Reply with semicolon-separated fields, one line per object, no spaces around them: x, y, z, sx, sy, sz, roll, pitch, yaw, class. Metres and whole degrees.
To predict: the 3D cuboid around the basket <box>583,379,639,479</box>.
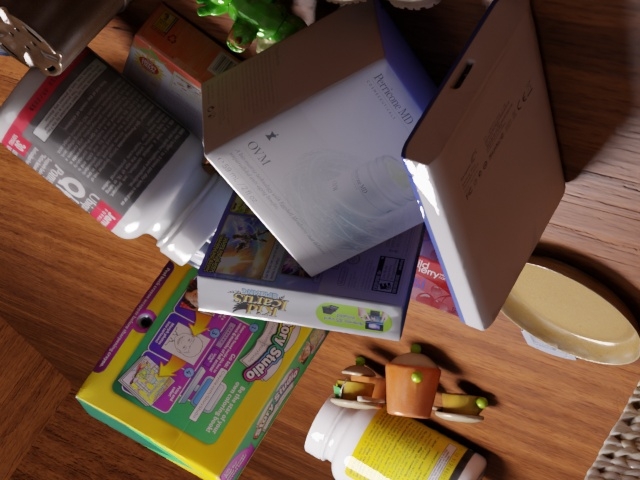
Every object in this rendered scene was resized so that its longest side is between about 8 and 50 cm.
0.560;0.359;1.675;0.331;0.266;0.328;5;146;50;basket

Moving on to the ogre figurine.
-0.077;-0.259;1.469;0.197;0.097;0.118;52;175;-7;ogre figurine

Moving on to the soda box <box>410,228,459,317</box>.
0.086;0.005;1.733;0.263;0.092;0.083;19;131;8;soda box

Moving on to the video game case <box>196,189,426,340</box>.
0.000;0.000;1.590;0.244;0.269;0.061;9;128;8;video game case

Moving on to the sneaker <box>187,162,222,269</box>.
-0.112;-0.030;1.907;0.282;0.099;0.153;4;128;23;sneaker

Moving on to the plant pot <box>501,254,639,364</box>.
0.327;0.087;1.736;0.236;0.032;0.236;29;160;12;plant pot

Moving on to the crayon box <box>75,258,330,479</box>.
-0.207;0.220;2.344;0.313;0.363;0.106;26;159;18;crayon box

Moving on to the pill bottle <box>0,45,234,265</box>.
-0.271;-0.114;1.751;0.318;0.176;0.176;39;159;-8;pill bottle

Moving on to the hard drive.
0.178;-0.071;1.338;0.040;0.210;0.319;21;156;28;hard drive

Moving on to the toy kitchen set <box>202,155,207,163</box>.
-0.167;-0.042;2.035;0.207;0.122;0.166;36;159;-10;toy kitchen set

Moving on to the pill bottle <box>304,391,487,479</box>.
0.145;0.436;2.567;0.334;0.188;0.188;28;159;15;pill bottle

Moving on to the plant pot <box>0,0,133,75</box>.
-0.329;-0.306;1.615;0.167;0.165;0.167;29;160;12;plant pot

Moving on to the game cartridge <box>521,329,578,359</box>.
0.335;0.148;1.885;0.083;0.017;0.056;17;151;36;game cartridge

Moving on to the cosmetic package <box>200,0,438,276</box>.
0.022;-0.112;1.430;0.224;0.138;0.224;-28;130;16;cosmetic package

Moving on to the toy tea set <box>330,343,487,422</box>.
0.137;0.246;2.316;0.200;0.124;0.336;11;173;-39;toy tea set

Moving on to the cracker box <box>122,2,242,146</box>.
-0.189;-0.211;1.765;0.155;0.067;0.232;36;159;-4;cracker box

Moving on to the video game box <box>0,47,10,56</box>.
-0.453;-0.346;1.737;0.205;0.048;0.187;12;111;43;video game box

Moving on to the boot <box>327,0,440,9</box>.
0.045;-0.281;1.290;0.158;0.059;0.084;9;147;31;boot
